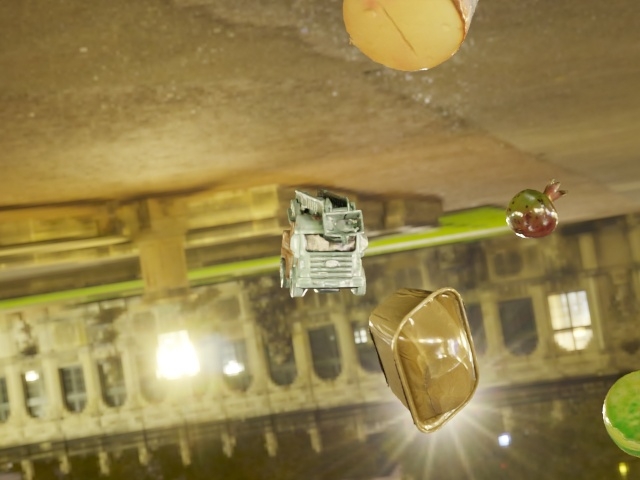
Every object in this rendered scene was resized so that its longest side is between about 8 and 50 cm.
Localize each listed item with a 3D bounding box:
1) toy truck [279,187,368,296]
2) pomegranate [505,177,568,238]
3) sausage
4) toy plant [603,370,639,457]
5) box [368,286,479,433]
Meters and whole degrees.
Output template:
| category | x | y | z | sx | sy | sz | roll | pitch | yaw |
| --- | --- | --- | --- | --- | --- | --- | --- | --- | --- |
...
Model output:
| category | x | y | z | sx | sy | sz | roll | pitch | yaw |
| --- | --- | --- | --- | --- | --- | --- | --- | --- | --- |
| toy truck | 0.000 | 0.000 | 1.817 | 0.133 | 0.184 | 0.338 | -1 | -176 | -8 |
| pomegranate | 0.532 | -0.071 | 2.480 | 0.159 | 0.129 | 0.129 | -24 | -177 | -22 |
| sausage | 0.187 | -0.486 | 1.851 | 0.233 | 0.287 | 0.233 | 14 | 145 | 10 |
| toy plant | 0.742 | 0.419 | 2.218 | 0.184 | 0.224 | 0.316 | -22 | 137 | 19 |
| box | 0.121 | 0.130 | 1.133 | 0.111 | 0.177 | 0.111 | -12 | -144 | 9 |
